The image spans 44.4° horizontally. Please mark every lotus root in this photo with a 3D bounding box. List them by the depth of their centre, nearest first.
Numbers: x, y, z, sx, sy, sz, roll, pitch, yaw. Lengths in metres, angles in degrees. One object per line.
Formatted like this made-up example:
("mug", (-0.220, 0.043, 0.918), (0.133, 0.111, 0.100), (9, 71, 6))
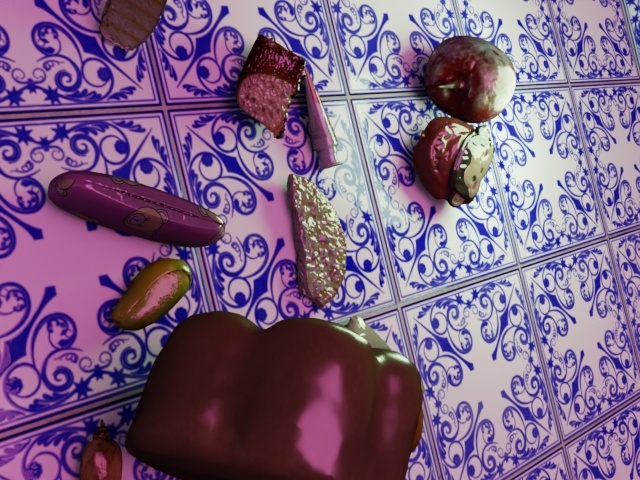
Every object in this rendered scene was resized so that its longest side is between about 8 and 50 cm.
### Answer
("lotus root", (-0.356, 0.367, 1.267), (0.072, 0.063, 0.152), (12, 73, -54))

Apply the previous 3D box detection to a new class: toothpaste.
("toothpaste", (-0.008, -0.274, 1.716), (0.057, 0.089, 0.234), (-16, 92, 2))

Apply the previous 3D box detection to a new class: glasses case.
("glasses case", (-0.312, -0.051, 1.361), (0.316, 0.123, 0.076), (19, 67, -36))

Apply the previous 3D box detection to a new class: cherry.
("cherry", (0.385, -0.412, 1.985), (0.230, 0.203, 0.300), (33, 41, 16))

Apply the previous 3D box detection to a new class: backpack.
("backpack", (0.320, -0.205, 1.939), (0.229, 0.138, 0.229), (-7, 103, -35))

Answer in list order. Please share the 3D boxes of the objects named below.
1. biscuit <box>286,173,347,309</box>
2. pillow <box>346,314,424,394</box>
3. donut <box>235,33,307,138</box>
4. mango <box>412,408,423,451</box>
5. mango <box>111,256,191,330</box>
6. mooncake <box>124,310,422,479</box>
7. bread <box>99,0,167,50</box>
("biscuit", (-0.001, 0.000, 1.674), (0.141, 0.038, 0.290), (-6, 86, -42))
("pillow", (0.100, 0.344, 1.660), (0.274, 0.076, 0.281), (48, 48, -25))
("donut", (-0.108, -0.322, 1.614), (0.126, 0.144, 0.187), (29, 90, -25))
("mango", (0.134, 0.328, 1.558), (0.221, 0.120, 0.152), (51, 46, -32))
("mango", (-0.298, 0.094, 1.376), (0.165, 0.074, 0.091), (-39, 112, -26))
("mooncake", (-0.075, 0.286, 1.273), (0.467, 0.467, 0.262), (29, 63, -33))
("bread", (-0.331, -0.436, 1.425), (0.103, 0.156, 0.110), (33, 40, -20))
